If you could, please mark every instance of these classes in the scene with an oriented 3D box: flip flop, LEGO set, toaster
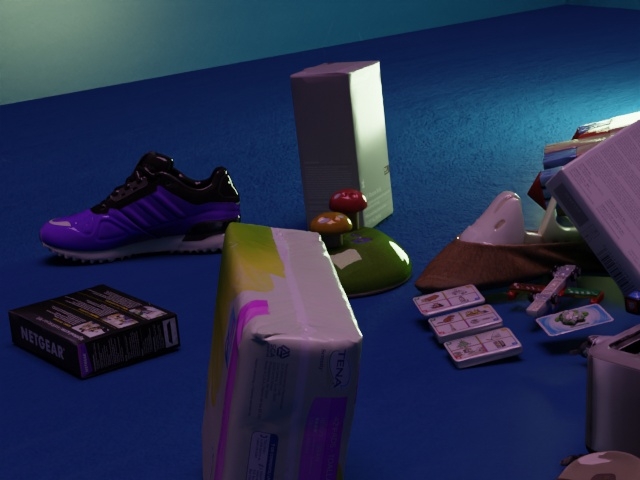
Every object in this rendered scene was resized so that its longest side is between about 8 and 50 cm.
[{"bbox_3d":[0.211,0.216,1.143,0.112,0.080,0.277,2,17,20],"label":"flip flop"},{"bbox_3d":[0.247,0.090,1.676,0.244,0.060,0.182,-14,23,-8],"label":"LEGO set"},{"bbox_3d":[0.336,0.146,1.303,0.185,0.110,0.168,-18,20,-40],"label":"toaster"}]

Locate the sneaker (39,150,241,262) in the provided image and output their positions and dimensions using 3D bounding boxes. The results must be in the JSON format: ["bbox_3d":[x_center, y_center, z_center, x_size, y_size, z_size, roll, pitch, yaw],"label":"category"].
[{"bbox_3d":[-0.259,-0.055,2.090,0.293,0.146,0.102,-5,16,-4],"label":"sneaker"}]

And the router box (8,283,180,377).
[{"bbox_3d":[-0.269,0.103,1.720,0.133,0.046,0.179,-16,19,-34],"label":"router box"}]

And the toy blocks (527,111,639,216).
[{"bbox_3d":[0.437,-0.103,2.088,0.260,0.191,0.381,-12,14,15],"label":"toy blocks"}]

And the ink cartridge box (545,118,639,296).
[{"bbox_3d":[0.409,-0.054,1.780,0.224,0.181,0.056,-31,-9,-30],"label":"ink cartridge box"}]

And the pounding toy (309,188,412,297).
[{"bbox_3d":[0.000,0.000,1.899,0.236,0.110,0.183,-7,16,-12],"label":"pounding toy"}]

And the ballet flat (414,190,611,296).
[{"bbox_3d":[0.283,-0.004,1.816,0.342,0.124,0.116,-5,13,-3],"label":"ballet flat"}]

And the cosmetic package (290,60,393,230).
[{"bbox_3d":[0.033,-0.140,2.146,0.107,0.238,0.127,3,18,24],"label":"cosmetic package"}]

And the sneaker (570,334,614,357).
[{"bbox_3d":[0.292,0.122,1.537,0.069,0.038,0.098,6,9,35],"label":"sneaker"}]

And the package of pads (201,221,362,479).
[{"bbox_3d":[-0.039,0.135,1.224,0.101,0.229,0.296,5,17,-8],"label":"package of pads"}]
